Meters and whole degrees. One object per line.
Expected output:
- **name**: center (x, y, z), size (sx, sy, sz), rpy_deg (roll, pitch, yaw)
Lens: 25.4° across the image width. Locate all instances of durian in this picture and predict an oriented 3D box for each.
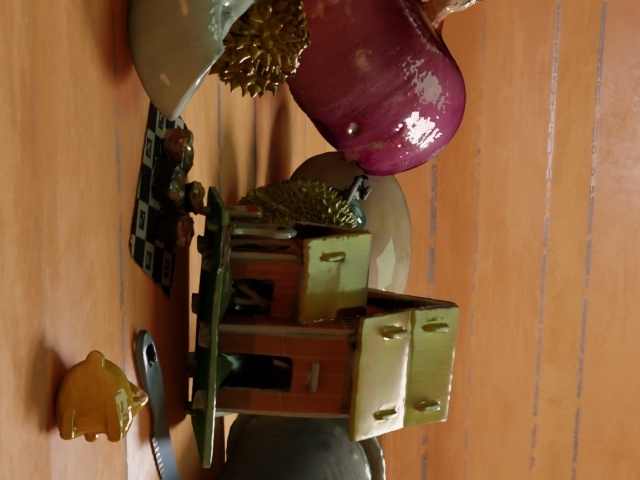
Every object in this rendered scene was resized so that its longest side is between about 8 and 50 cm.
- **durian**: center (-0.097, -0.284, 1.607), size (0.138, 0.183, 0.249), rpy_deg (-3, 83, -58)
- **durian**: center (-0.028, -0.005, 1.957), size (0.146, 0.198, 0.159), rpy_deg (88, 4, -57)

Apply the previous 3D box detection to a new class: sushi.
- **sushi**: center (-0.159, -0.055, 1.598), size (0.193, 0.040, 0.210), rpy_deg (66, 29, -72)

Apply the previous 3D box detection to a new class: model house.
- **model house**: center (0.000, 0.094, 1.752), size (0.340, 0.323, 0.300), rpy_deg (-127, -138, -76)

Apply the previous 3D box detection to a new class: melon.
- **melon**: center (0.035, 0.003, 2.279), size (0.223, 0.223, 0.317), rpy_deg (64, 23, -72)

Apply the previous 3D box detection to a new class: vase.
- **vase**: center (-0.058, 0.352, 1.861), size (0.291, 0.245, 0.245), rpy_deg (-43, 136, -69)

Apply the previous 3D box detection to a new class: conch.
- **conch**: center (-0.133, -0.225, 1.444), size (0.185, 0.121, 0.221), rpy_deg (89, 16, -48)

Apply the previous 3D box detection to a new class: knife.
- **knife**: center (-0.184, 0.214, 1.625), size (0.313, 0.019, 0.044), rpy_deg (85, 20, -45)

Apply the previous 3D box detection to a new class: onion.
- **onion**: center (0.095, -0.280, 2.167), size (0.358, 0.345, 0.358), rpy_deg (162, -90, -82)

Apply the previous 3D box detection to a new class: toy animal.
- **toy animal**: center (-0.200, 0.148, 1.343), size (0.159, 0.070, 0.083), rpy_deg (62, 30, -82)

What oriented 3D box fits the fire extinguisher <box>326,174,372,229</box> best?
- **fire extinguisher**: center (0.000, 0.000, 2.090), size (0.294, 0.093, 0.118), rpy_deg (-55, 174, -21)
